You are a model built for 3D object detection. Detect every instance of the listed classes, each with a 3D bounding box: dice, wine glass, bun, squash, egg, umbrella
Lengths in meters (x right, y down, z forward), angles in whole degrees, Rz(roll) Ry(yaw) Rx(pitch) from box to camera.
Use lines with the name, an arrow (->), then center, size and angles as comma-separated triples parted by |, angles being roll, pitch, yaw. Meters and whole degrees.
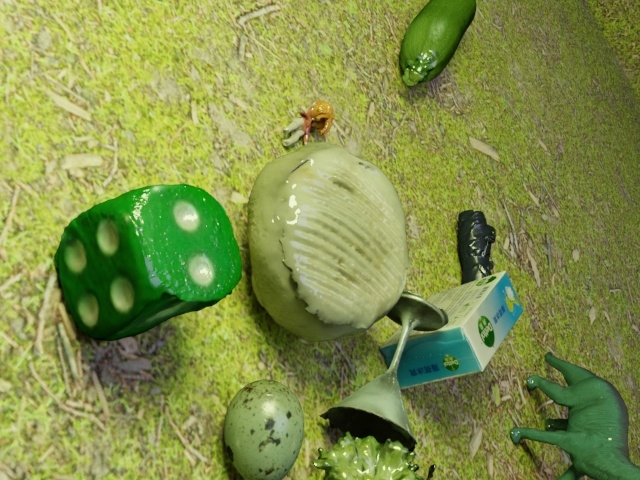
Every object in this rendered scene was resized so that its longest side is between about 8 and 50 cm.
dice -> -0.162, 0.020, 0.750 | 0.131, 0.128, 0.120 | -12, 81, -52
wine glass -> 0.088, 0.158, 0.985 | 0.122, 0.122, 0.182 | 42, 54, -32
bun -> 0.000, 0.000, 0.958 | 0.239, 0.141, 0.239 | 11, 74, -45
squash -> 0.215, -0.384, 1.464 | 0.101, 0.101, 0.378 | 53, 40, -21
egg -> -0.059, 0.201, 0.829 | 0.085, 0.085, 0.110 | 9, 74, -50
umbrella -> 0.269, 0.061, 1.337 | 0.071, 0.071, 0.248 | 30, 50, -41

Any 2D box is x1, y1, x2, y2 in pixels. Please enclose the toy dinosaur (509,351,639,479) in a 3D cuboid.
toy dinosaur -> 0.495, 0.293, 1.287 | 0.129, 0.331, 0.383 | 53, 40, -24

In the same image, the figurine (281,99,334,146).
figurine -> -0.017, -0.161, 1.102 | 0.109, 0.047, 0.064 | -43, 136, -46

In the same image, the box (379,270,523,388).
box -> 0.193, 0.128, 1.143 | 0.194, 0.139, 0.073 | -34, 100, -53

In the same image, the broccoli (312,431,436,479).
broccoli -> 0.043, 0.415, 0.742 | 0.353, 0.274, 0.397 | 31, 19, 24
